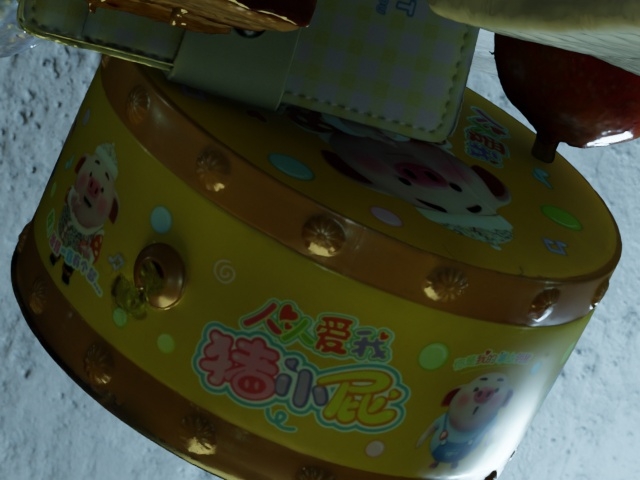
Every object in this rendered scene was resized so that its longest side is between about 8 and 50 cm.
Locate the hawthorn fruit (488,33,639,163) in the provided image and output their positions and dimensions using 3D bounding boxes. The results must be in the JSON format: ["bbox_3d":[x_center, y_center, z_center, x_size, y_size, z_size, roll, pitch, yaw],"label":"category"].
[{"bbox_3d":[0.212,-0.146,1.522,0.169,0.188,0.169,13,-172,-2],"label":"hawthorn fruit"}]

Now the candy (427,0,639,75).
[{"bbox_3d":[0.225,-0.157,1.094,0.208,0.145,0.358,15,-178,-20],"label":"candy"}]

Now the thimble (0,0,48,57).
[{"bbox_3d":[-0.278,-0.276,1.642,0.172,0.236,0.205,15,176,-34],"label":"thimble"}]

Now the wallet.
[{"bbox_3d":[-0.037,-0.202,1.344,0.309,0.223,0.077,16,180,-14],"label":"wallet"}]

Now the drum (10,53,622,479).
[{"bbox_3d":[0.000,0.000,1.489,0.431,0.214,0.431,22,-157,-10],"label":"drum"}]

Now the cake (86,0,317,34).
[{"bbox_3d":[-0.087,-0.225,1.149,0.198,0.196,0.293,19,-178,-20],"label":"cake"}]
